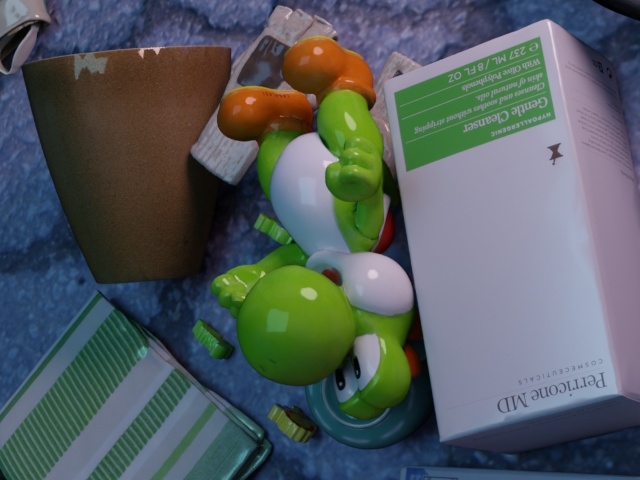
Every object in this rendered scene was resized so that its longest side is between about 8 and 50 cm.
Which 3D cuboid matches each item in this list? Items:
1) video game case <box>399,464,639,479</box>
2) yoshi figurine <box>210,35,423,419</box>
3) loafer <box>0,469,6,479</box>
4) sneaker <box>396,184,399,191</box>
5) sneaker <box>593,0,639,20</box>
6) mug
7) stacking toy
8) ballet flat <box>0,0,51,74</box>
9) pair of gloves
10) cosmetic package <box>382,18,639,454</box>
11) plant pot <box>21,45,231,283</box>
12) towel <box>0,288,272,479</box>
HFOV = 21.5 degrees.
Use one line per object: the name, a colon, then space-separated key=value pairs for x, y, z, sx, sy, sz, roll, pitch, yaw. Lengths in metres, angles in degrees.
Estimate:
video game case: x=0.195 y=0.383 z=1.596 sx=0.300 sy=0.036 sz=0.329 roll=-3 pitch=78 yaw=37
yoshi figurine: x=-0.015 y=-0.007 z=1.606 sx=0.203 sy=0.203 sz=0.362 roll=-13 pitch=66 yaw=0
loafer: x=-0.386 y=0.317 z=2.029 sx=0.080 sy=0.078 sz=0.220 roll=19 pitch=92 yaw=39
sneaker: x=0.051 y=-0.090 z=1.812 sx=0.057 sy=0.047 sz=0.119 roll=-46 pitch=54 yaw=34
sneaker: x=0.268 y=-0.313 z=1.628 sx=0.145 sy=0.090 sz=0.270 roll=-59 pitch=33 yaw=9
mug: x=0.055 y=0.132 z=1.691 sx=0.129 sy=0.097 sz=0.157 roll=22 pitch=99 yaw=14
stacking toy: x=-0.042 y=0.090 z=1.834 sx=0.221 sy=0.052 sz=0.167 roll=41 pitch=105 yaw=37
ballet flat: x=-0.440 y=-0.232 z=2.199 sx=0.248 sy=0.086 sz=0.086 roll=-42 pitch=58 yaw=22
pair of gloves: x=-0.003 y=-0.127 z=1.791 sx=0.240 sy=0.042 sz=0.204 roll=27 pitch=90 yaw=24
cosmetic package: x=0.200 y=0.004 z=1.603 sx=0.197 sy=0.155 sz=0.365 roll=-20 pitch=67 yaw=29
plant pot: x=-0.209 y=-0.082 z=1.909 sx=0.237 sy=0.237 sz=0.254 roll=-3 pitch=92 yaw=37
towel: x=-0.231 y=0.232 z=1.923 sx=0.325 sy=0.038 sz=0.248 roll=38 pitch=88 yaw=35
